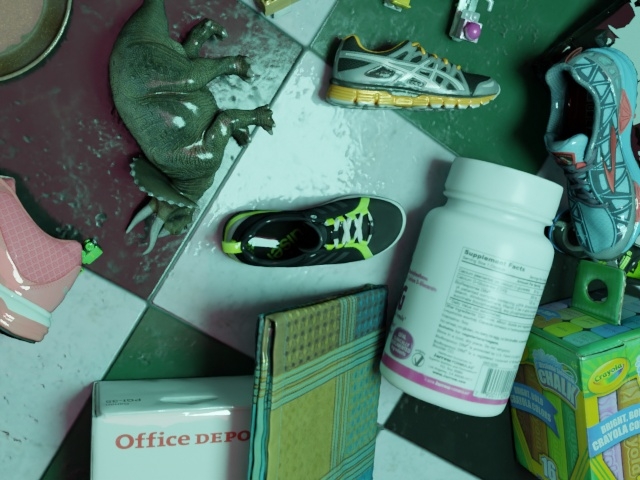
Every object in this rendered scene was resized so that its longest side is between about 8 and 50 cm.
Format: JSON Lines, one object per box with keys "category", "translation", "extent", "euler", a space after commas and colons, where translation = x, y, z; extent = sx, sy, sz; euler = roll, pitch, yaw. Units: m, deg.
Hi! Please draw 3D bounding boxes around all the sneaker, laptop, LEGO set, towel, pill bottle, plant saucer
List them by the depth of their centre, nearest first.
{"category": "plant saucer", "translation": [-0.354, -0.258, 0.738], "extent": [0.199, 0.036, 0.198], "euler": [-3, 100, -17]}
{"category": "sneaker", "translation": [-0.385, -0.030, 0.747], "extent": [0.314, 0.116, 0.136], "euler": [41, 66, -19]}
{"category": "LEGO set", "translation": [0.071, -0.306, 0.824], "extent": [0.287, 0.107, 0.132], "euler": [3, 98, -18]}
{"category": "towel", "translation": [-0.004, 0.246, 0.855], "extent": [0.271, 0.040, 0.369], "euler": [-7, 103, -59]}
{"category": "sneaker", "translation": [0.000, 0.000, 0.860], "extent": [0.235, 0.097, 0.084], "euler": [-9, 102, -16]}
{"category": "sneaker", "translation": [0.114, -0.195, 0.872], "extent": [0.215, 0.084, 0.083], "euler": [0, 94, -16]}
{"category": "sneaker", "translation": [0.315, -0.100, 0.893], "extent": [0.125, 0.104, 0.261], "euler": [-10, 95, -35]}
{"category": "pill bottle", "translation": [0.186, 0.052, 0.894], "extent": [0.161, 0.160, 0.282], "euler": [16, 94, -19]}
{"category": "laptop", "translation": [0.453, -0.228, 0.985], "extent": [0.264, 0.136, 0.234], "euler": [-37, 97, 18]}
{"category": "sneaker", "translation": [0.391, 0.010, 0.993], "extent": [0.188, 0.078, 0.067], "euler": [26, 92, -17]}

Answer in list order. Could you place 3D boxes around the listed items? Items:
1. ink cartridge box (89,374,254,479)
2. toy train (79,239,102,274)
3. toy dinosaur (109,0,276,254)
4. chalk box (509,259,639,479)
{"category": "ink cartridge box", "translation": [-0.160, 0.307, 0.852], "extent": [0.207, 0.117, 0.282], "euler": [1, 99, -17]}
{"category": "toy train", "translation": [-0.280, 0.032, 0.822], "extent": [0.083, 0.017, 0.023], "euler": [-43, 119, -6]}
{"category": "toy dinosaur", "translation": [-0.152, -0.150, 0.777], "extent": [0.160, 0.121, 0.313], "euler": [-22, 110, -26]}
{"category": "chalk box", "translation": [0.363, 0.173, 0.962], "extent": [0.179, 0.180, 0.288], "euler": [-13, 102, -15]}
